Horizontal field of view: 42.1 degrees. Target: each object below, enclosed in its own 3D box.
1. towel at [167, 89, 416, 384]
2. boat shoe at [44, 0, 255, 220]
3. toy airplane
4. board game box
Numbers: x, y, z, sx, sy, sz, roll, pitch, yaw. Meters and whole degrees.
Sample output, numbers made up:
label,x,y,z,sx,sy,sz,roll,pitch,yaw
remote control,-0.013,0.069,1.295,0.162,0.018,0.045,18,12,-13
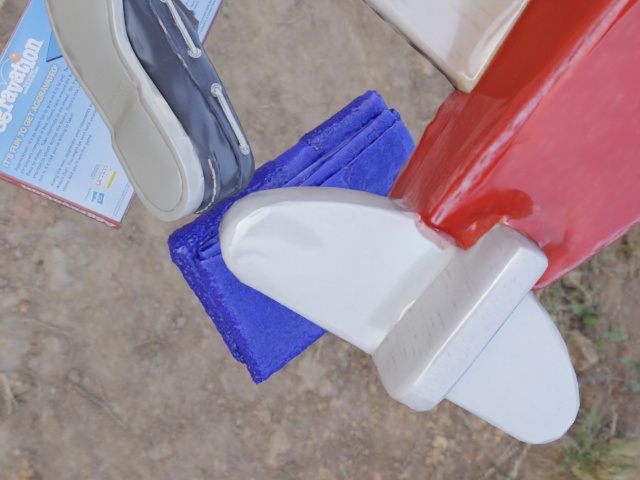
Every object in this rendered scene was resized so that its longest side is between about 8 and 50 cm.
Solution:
label,x,y,z,sx,sy,sz,roll,pitch,yaw
towel,0.000,0.000,0.960,0.308,0.076,0.227,-37,121,-16
boat shoe,-0.101,-0.111,0.482,0.065,0.075,0.206,-19,81,-43
toy airplane,0.127,-0.100,0.362,0.272,0.385,0.386,-86,167,-51
board game box,-0.182,-0.165,0.713,0.145,0.027,0.281,25,74,-13
